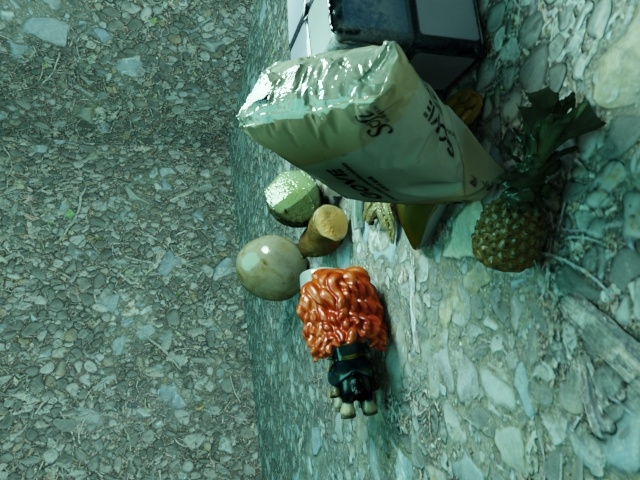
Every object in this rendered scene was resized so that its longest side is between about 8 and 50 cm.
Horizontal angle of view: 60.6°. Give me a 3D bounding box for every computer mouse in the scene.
[{"bbox_3d":[0.232,-0.114,1.182,0.310,0.072,0.158,110,152,-45],"label":"computer mouse"}]

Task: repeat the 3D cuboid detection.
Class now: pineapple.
[{"bbox_3d":[0.323,-0.085,0.835,0.119,0.130,0.277,-62,-16,-58],"label":"pineapple"}]

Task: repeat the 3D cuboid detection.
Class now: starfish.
[{"bbox_3d":[0.155,-0.108,1.408,0.277,0.062,0.235,16,119,57],"label":"starfish"}]

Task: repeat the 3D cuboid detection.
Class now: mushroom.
[{"bbox_3d":[-0.188,0.085,2.218,0.290,0.298,0.297,-73,-1,-50],"label":"mushroom"}]

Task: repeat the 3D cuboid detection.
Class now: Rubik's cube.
[{"bbox_3d":[0.114,-0.456,1.149,0.313,0.319,0.315,139,130,-67],"label":"Rubik's cube"}]

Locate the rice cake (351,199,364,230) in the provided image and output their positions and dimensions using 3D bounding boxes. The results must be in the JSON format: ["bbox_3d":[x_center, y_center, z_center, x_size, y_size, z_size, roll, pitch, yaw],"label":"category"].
[{"bbox_3d":[0.110,-0.132,1.625,0.033,0.033,0.207,168,102,-70],"label":"rice cake"}]

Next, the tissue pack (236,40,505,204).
[{"bbox_3d":[0.088,-0.192,1.007,0.390,0.376,0.194,3,67,45],"label":"tissue pack"}]

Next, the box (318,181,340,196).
[{"bbox_3d":[0.017,-0.323,1.865,0.343,0.065,0.200,-111,27,-49],"label":"box"}]

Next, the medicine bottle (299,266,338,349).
[{"bbox_3d":[0.012,0.220,1.746,0.144,0.145,0.251,127,142,-62],"label":"medicine bottle"}]

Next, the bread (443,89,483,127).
[{"bbox_3d":[0.271,-0.248,1.073,0.110,0.024,0.110,-33,42,36],"label":"bread"}]

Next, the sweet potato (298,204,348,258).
[{"bbox_3d":[0.000,-0.003,1.819,0.336,0.131,0.131,123,144,-66],"label":"sweet potato"}]

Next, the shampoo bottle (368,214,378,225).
[{"bbox_3d":[0.156,-0.094,1.486,0.137,0.027,0.048,108,147,-44],"label":"shampoo bottle"}]

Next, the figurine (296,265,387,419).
[{"bbox_3d":[0.070,0.280,1.498,0.306,0.241,0.411,-73,-26,-64],"label":"figurine"}]

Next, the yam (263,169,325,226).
[{"bbox_3d":[-0.079,-0.141,1.861,0.201,0.202,0.271,44,178,10],"label":"yam"}]
